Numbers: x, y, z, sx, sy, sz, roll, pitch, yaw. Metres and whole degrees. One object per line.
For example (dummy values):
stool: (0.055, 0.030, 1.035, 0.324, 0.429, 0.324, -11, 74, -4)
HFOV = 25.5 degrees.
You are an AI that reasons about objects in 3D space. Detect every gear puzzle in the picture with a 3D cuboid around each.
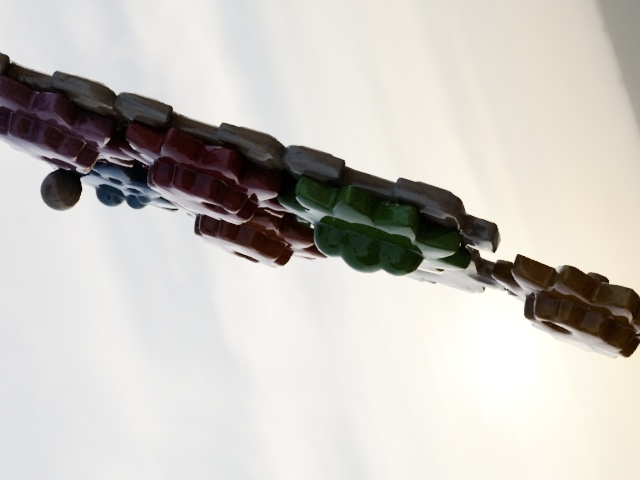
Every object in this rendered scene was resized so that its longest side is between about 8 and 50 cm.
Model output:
gear puzzle: (0.000, 0.000, 0.653, 0.175, 0.339, 0.044, 54, -125, -72)
